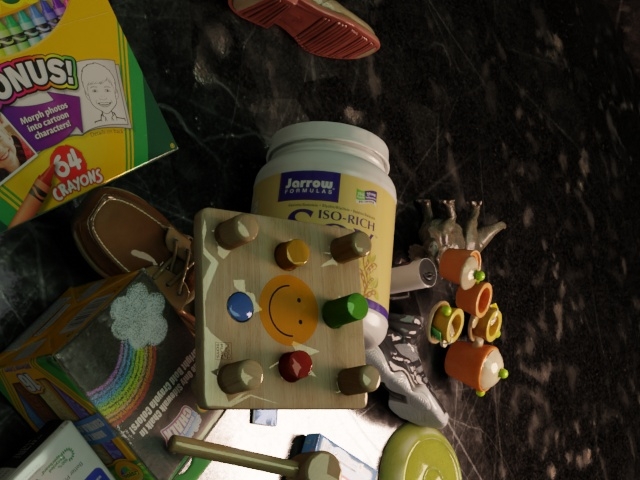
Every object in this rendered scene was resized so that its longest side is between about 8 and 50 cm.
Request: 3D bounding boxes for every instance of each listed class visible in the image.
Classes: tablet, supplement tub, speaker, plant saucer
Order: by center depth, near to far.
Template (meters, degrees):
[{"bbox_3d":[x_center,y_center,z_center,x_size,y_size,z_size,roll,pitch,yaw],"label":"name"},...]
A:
[{"bbox_3d":[0.000,0.000,1.417,0.241,0.241,0.331,23,64,-41],"label":"supplement tub"},{"bbox_3d":[-0.089,0.261,1.427,0.054,0.006,0.083,20,67,-43],"label":"tablet"},{"bbox_3d":[0.150,0.071,1.633,0.055,0.136,0.055,14,70,-43],"label":"speaker"},{"bbox_3d":[0.202,0.465,1.661,0.241,0.037,0.241,15,68,-43],"label":"plant saucer"}]

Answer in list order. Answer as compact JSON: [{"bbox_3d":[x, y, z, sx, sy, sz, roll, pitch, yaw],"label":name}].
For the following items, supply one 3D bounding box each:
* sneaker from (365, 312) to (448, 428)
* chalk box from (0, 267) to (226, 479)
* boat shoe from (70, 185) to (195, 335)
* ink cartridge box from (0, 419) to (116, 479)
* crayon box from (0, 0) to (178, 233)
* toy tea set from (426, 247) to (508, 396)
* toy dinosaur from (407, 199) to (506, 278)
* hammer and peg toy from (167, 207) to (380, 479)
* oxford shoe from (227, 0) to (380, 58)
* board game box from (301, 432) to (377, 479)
[{"bbox_3d":[0.169,0.231,1.635,0.268,0.101,0.153,46,53,-26],"label":"sneaker"},{"bbox_3d":[-0.252,0.211,1.144,0.289,0.179,0.180,59,45,-20],"label":"chalk box"},{"bbox_3d":[-0.206,0.038,1.221,0.324,0.120,0.123,47,64,-47],"label":"boat shoe"},{"bbox_3d":[-0.273,0.415,1.058,0.176,0.069,0.371,-47,111,-41],"label":"ink cartridge box"},{"bbox_3d":[-0.403,-0.191,1.137,0.363,0.106,0.313,-35,106,-45],"label":"crayon box"},{"bbox_3d":[0.312,0.161,1.715,0.200,0.124,0.336,-60,143,-22],"label":"toy tea set"},{"bbox_3d":[0.275,-0.005,1.826,0.313,0.121,0.160,1,91,-51],"label":"toy dinosaur"},{"bbox_3d":[-0.050,0.145,1.121,0.266,0.127,0.361,9,71,-35],"label":"hammer and peg toy"},{"bbox_3d":[-0.018,-0.440,1.604,0.348,0.123,0.130,18,62,-44],"label":"oxford shoe"},{"bbox_3d":[0.010,0.454,1.458,0.160,0.039,0.211,40,53,-32],"label":"board game box"}]
